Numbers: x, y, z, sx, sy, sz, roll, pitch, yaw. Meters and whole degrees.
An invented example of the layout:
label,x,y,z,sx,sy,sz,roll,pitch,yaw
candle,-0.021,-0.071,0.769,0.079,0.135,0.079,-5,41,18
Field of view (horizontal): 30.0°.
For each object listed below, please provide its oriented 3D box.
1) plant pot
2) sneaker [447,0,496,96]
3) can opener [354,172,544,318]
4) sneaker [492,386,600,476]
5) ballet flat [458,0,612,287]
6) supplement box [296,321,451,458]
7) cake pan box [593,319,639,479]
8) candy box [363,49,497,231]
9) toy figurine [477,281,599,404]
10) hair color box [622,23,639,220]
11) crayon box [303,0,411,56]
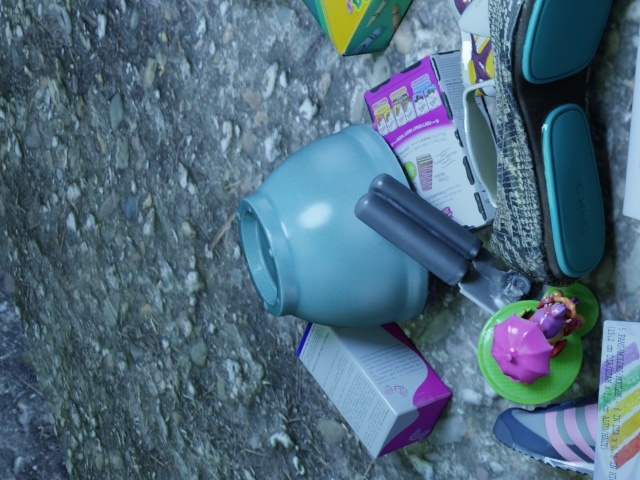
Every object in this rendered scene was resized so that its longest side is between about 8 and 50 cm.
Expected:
label,x,y,z,sx,sy,sz,roll,pitch,yaw
plant pot,0.000,0.000,1.686,0.293,0.196,0.293,163,90,-74
sneaker,0.214,-0.272,1.485,0.084,0.069,0.186,2,110,45
can opener,0.165,0.029,1.546,0.283,0.076,0.095,36,149,0
sneaker,0.346,0.221,1.458,0.319,0.112,0.131,8,91,50
ballet flat,0.240,-0.181,1.389,0.182,0.164,0.483,19,120,45
supplement box,0.077,0.199,1.793,0.220,0.111,0.114,51,138,32
cake pan box,0.407,0.211,1.252,0.245,0.070,0.267,3,85,47
candy box,0.160,-0.118,1.601,0.159,0.071,0.233,-23,83,55
toy figurine,0.261,0.114,1.410,0.173,0.159,0.130,-46,77,2
hair color box,0.415,-0.177,1.198,0.174,0.105,0.347,24,121,48
crayon box,0.070,-0.406,1.614,0.165,0.081,0.278,58,141,24
